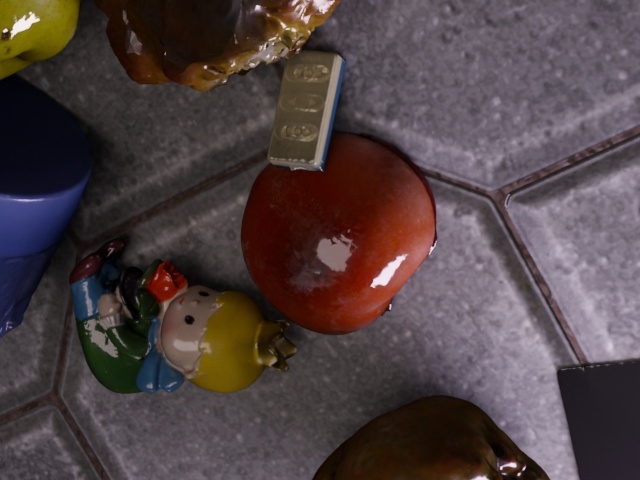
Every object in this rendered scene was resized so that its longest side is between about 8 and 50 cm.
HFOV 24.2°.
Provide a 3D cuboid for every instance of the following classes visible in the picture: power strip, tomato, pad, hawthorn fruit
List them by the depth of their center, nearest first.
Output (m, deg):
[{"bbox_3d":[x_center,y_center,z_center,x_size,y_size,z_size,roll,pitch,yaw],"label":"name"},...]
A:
[{"bbox_3d":[-0.015,-0.129,1.489,0.056,0.032,0.123,7,79,20],"label":"power strip"},{"bbox_3d":[0.098,0.318,1.521,0.268,0.268,0.301,45,125,0],"label":"hawthorn fruit"},{"bbox_3d":[0.000,0.000,1.526,0.199,0.112,0.228,34,116,8],"label":"tomato"},{"bbox_3d":[0.347,0.246,1.542,0.159,0.009,0.265,-7,105,24],"label":"pad"}]

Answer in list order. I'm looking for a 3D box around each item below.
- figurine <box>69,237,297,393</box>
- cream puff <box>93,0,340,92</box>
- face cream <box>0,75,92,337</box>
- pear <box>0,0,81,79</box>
[{"bbox_3d":[-0.150,0.080,1.616,0.234,0.127,0.185,-7,100,34],"label":"figurine"},{"bbox_3d":[-0.096,-0.257,1.436,0.269,0.155,0.241,11,113,20],"label":"cream puff"},{"bbox_3d":[-0.395,-0.038,1.586,0.249,0.249,0.225,34,119,6],"label":"face cream"},{"bbox_3d":[-0.372,-0.294,1.468,0.294,0.294,0.294,8,112,19],"label":"pear"}]
